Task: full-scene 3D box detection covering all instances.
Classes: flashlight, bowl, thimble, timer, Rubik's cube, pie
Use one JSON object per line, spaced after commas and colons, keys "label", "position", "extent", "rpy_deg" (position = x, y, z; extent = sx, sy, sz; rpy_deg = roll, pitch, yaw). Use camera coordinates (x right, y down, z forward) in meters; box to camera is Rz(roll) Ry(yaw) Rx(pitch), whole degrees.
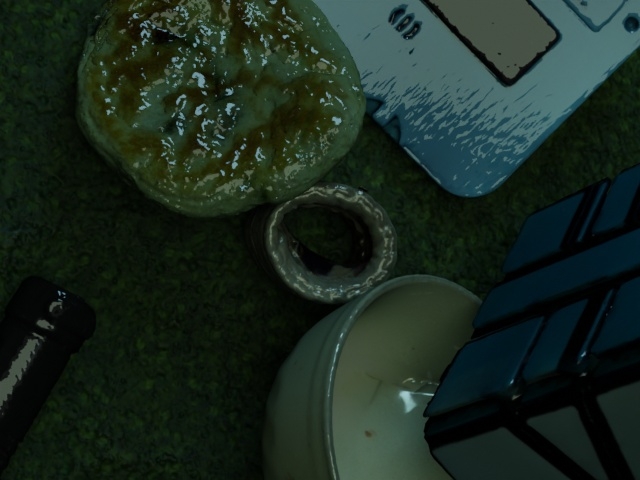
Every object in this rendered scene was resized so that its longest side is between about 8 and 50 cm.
{"label": "flashlight", "position": [-0.262, 0.137, 1.233], "extent": [0.093, 0.093, 0.232], "rpy_deg": [31, 77, -11]}
{"label": "bowl", "position": [0.054, 0.173, 1.250], "extent": [0.277, 0.145, 0.277], "rpy_deg": [17, 66, -42]}
{"label": "thimble", "position": [0.000, 0.000, 1.295], "extent": [0.115, 0.090, 0.102], "rpy_deg": [40, 83, -11]}
{"label": "timer", "position": [0.131, -0.192, 1.354], "extent": [0.250, 0.091, 0.232], "rpy_deg": [-45, 100, 1]}
{"label": "Rubik's cube", "position": [0.294, 0.116, 1.202], "extent": [0.293, 0.288, 0.283], "rpy_deg": [46, 47, -16]}
{"label": "pie", "position": [-0.081, -0.127, 1.258], "extent": [0.240, 0.054, 0.240], "rpy_deg": [0, 68, 0]}
